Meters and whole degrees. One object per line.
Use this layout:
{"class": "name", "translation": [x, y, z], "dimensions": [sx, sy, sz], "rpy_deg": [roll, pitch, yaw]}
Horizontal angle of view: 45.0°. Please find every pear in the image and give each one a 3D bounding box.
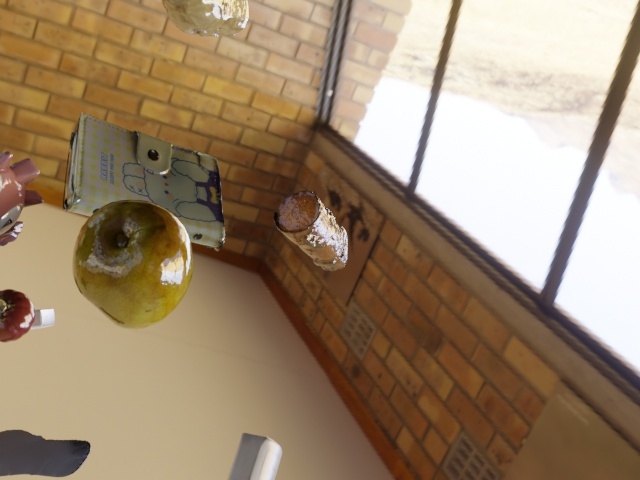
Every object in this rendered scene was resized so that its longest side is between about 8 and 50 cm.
{"class": "pear", "translation": [-0.286, 0.031, 1.195], "dimensions": [0.200, 0.200, 0.200], "rpy_deg": [21, -162, -7]}

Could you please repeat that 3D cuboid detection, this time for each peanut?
{"class": "peanut", "translation": [-0.221, -0.461, 1.512], "dimensions": [0.130, 0.130, 0.290], "rpy_deg": [26, -166, 9]}

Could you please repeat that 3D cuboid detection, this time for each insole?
{"class": "insole", "translation": [-0.552, 0.402, 1.450], "dimensions": [0.322, 0.007, 0.109], "rpy_deg": [-6, -142, 30]}

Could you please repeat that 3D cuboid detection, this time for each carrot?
{"class": "carrot", "translation": [0.000, 0.000, 1.508], "dimensions": [0.102, 0.102, 0.263], "rpy_deg": [34, 170, 32]}

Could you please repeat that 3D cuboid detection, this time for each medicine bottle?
{"class": "medicine bottle", "translation": [-0.188, 0.642, 1.921], "dimensions": [0.111, 0.296, 0.161], "rpy_deg": [5, 150, 18]}

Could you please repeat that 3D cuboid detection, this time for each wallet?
{"class": "wallet", "translation": [-0.336, -0.110, 1.510], "dimensions": [0.310, 0.077, 0.223], "rpy_deg": [15, -130, -32]}

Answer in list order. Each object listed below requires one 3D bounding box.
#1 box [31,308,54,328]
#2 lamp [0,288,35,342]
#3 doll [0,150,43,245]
{"class": "box", "translation": [-0.616, 0.162, 1.530], "dimensions": [0.154, 0.040, 0.084], "rpy_deg": [-8, 174, -3]}
{"class": "lamp", "translation": [-0.574, 0.138, 1.414], "dimensions": [0.101, 0.101, 0.090], "rpy_deg": [29, 157, 17]}
{"class": "doll", "translation": [-0.499, -0.046, 1.114], "dimensions": [0.093, 0.211, 0.262], "rpy_deg": [48, 163, 14]}
